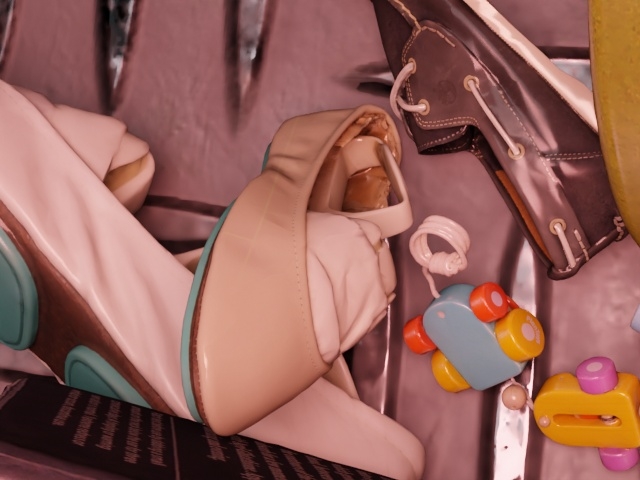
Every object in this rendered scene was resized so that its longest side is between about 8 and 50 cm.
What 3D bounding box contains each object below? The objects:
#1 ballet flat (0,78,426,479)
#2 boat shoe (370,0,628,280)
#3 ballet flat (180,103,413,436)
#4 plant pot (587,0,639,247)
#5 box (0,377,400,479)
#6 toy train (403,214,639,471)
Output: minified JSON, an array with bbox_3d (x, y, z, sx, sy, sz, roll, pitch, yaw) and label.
[{"bbox_3d":[-0.105,0.020,0.691,0.400,0.139,0.139,45,93,10],"label":"ballet flat"},{"bbox_3d":[0.068,-0.082,0.680,0.079,0.084,0.233,-43,76,4],"label":"boat shoe"},{"bbox_3d":[0.000,0.000,0.615,0.086,0.248,0.086,4,119,6],"label":"ballet flat"},{"bbox_3d":[0.300,-0.100,0.510,0.353,0.366,0.366,2,81,27],"label":"plant pot"},{"bbox_3d":[0.028,0.249,0.493,0.395,0.212,0.293,17,88,-6],"label":"box"},{"bbox_3d":[0.122,0.040,0.643,0.166,0.046,0.125,21,130,18],"label":"toy train"}]
